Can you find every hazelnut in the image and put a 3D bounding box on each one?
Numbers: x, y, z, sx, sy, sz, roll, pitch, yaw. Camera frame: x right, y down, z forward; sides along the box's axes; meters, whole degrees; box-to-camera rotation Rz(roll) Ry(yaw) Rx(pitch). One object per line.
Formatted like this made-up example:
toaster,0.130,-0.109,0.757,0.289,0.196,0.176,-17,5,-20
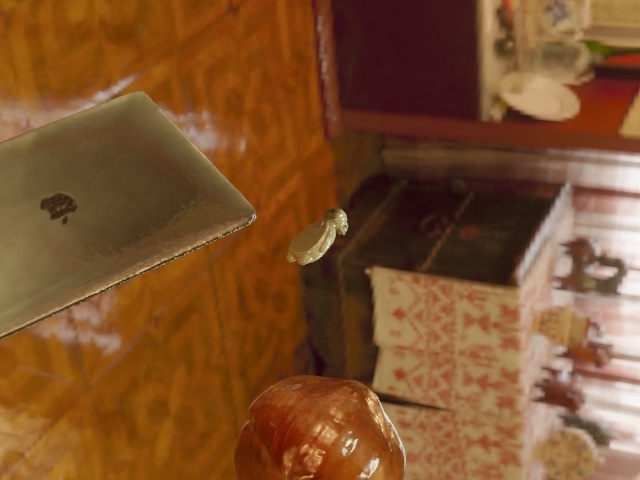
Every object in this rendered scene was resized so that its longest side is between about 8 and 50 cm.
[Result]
hazelnut,-0.002,0.219,1.216,0.182,0.182,0.182,8,90,-67

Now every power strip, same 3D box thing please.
power strip,0.000,0.000,1.324,0.083,0.055,0.035,-48,123,-21

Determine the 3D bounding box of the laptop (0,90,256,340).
laptop,-0.208,-0.023,0.960,0.269,0.187,0.015,-26,145,-28
